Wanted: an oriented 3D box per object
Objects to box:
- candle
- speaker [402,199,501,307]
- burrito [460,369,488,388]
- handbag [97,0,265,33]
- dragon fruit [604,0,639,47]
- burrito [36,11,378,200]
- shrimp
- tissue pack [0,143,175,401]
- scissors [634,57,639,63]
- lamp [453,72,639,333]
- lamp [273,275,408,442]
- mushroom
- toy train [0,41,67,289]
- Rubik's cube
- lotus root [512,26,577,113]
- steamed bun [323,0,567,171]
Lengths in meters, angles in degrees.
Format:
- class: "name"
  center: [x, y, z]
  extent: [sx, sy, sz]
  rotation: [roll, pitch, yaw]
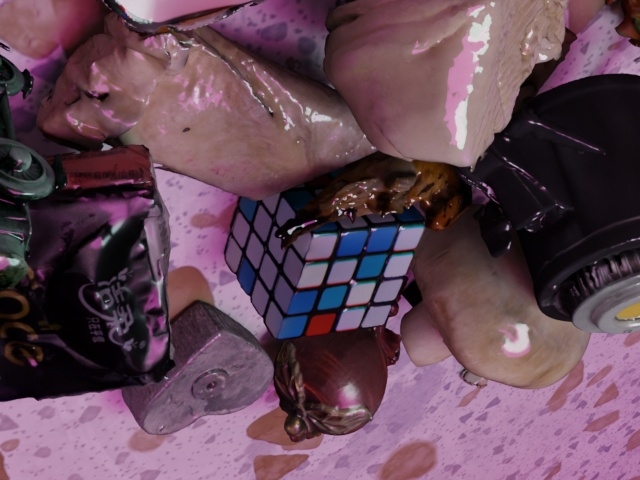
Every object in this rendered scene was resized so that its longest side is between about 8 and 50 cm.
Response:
- class: "candle"
  center: [-0.145, 0.153, 1.190]
  extent: [0.192, 0.068, 0.169]
  rotation: [-16, 135, -31]
- class: "speaker"
  center: [0.217, 0.023, 1.358]
  extent: [0.218, 0.044, 0.082]
  rotation: [-47, 140, 12]
- class: "burrito"
  center: [0.310, 0.176, 1.582]
  extent: [0.185, 0.041, 0.045]
  rotation: [-39, 144, -1]
- class: "handbag"
  center: [-0.120, -0.267, 0.761]
  extent: [0.205, 0.116, 0.179]
  rotation: [-22, 139, -21]
- class: "dragon fruit"
  center: [0.413, -0.303, 1.119]
  extent: [0.135, 0.137, 0.236]
  rotation: [-49, 144, -10]
- class: "burrito"
  center: [-0.091, -0.120, 0.938]
  extent: [0.347, 0.107, 0.175]
  rotation: [12, 141, -39]
- class: "shrimp"
  center: [0.070, -0.043, 0.981]
  extent: [0.262, 0.117, 0.066]
  rotation: [-37, 165, -39]
- class: "tissue pack"
  center: [-0.298, 0.041, 0.873]
  extent: [0.332, 0.123, 0.245]
  rotation: [-8, 135, -11]
- class: "scissors"
  center: [0.455, -0.255, 1.299]
  extent: [0.083, 0.006, 0.036]
  rotation: [-27, 142, -13]
- class: "lamp"
  center: [0.322, -0.035, 1.072]
  extent: [0.374, 0.272, 0.205]
  rotation: [-12, 159, -43]
- class: "lamp"
  center: [0.019, 0.154, 1.272]
  extent: [0.215, 0.151, 0.223]
  rotation: [94, 15, -49]
- class: "mushroom"
  center: [0.202, 0.089, 1.217]
  extent: [0.234, 0.260, 0.254]
  rotation: [-39, -177, 25]
- class: "toy train"
  center: [-0.286, -0.071, 0.710]
  extent: [0.154, 0.269, 0.115]
  rotation: [5, 137, -34]
- class: "Rubik's cube"
  center: [0.000, 0.000, 1.082]
  extent: [0.151, 0.154, 0.155]
  rotation: [-5, 130, -33]
- class: "lotus root"
  center: [0.160, -0.164, 1.111]
  extent: [0.170, 0.074, 0.261]
  rotation: [18, 116, -41]
- class: "steamed bun"
  center: [0.111, -0.229, 0.890]
  extent: [0.320, 0.206, 0.275]
  rotation: [-51, 153, -43]
